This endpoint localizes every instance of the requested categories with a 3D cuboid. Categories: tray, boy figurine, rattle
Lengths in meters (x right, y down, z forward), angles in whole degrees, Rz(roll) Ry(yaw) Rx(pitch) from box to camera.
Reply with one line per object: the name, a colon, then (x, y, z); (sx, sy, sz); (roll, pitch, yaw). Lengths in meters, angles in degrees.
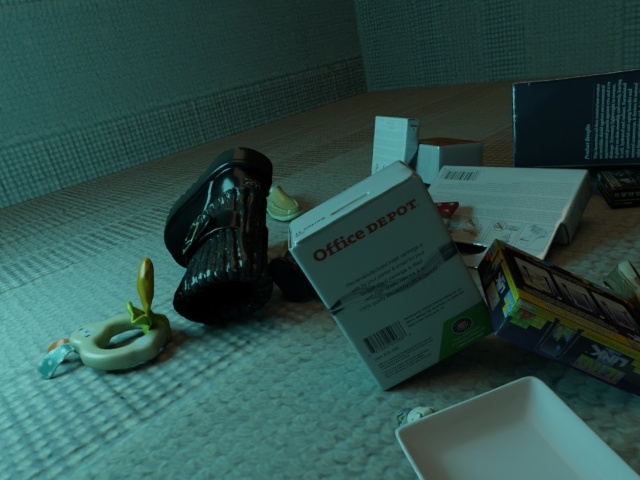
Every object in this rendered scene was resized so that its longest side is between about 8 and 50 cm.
tray: (0.172, 0.209, 0.337); (0.145, 0.030, 0.270); (-17, 31, -12)
boy figurine: (0.000, 0.000, 0.911); (0.177, 0.092, 0.285); (-24, 13, 24)
rattle: (-0.332, 0.116, 0.742); (0.199, 0.143, 0.130); (-2, 41, 7)

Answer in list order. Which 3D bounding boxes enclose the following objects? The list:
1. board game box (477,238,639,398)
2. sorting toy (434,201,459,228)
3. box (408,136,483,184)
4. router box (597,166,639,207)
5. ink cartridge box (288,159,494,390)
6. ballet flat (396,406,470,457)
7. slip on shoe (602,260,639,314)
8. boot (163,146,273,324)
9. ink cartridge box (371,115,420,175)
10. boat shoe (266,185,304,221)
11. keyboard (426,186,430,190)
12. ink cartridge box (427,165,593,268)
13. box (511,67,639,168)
board game box: (0.258, 0.077, 0.533); (0.170, 0.048, 0.141); (24, 26, -1)
sorting toy: (0.139, 0.013, 0.849); (0.132, 0.046, 0.274); (-2, 30, 35)
box: (0.282, -0.193, 1.220); (0.130, 0.091, 0.170); (-9, 17, -23)
router box: (0.571, -0.100, 0.936); (0.092, 0.038, 0.122); (-3, 22, 19)
ink cartridge box: (0.078, 0.038, 0.568); (0.153, 0.208, 0.087); (-29, 21, 6)
ballet flat: (0.108, 0.179, 0.477); (0.041, 0.041, 0.114); (-19, 22, -18)
slip on shoe: (0.373, 0.071, 0.608); (0.041, 0.051, 0.135); (-36, 16, 26)
boot: (-0.190, 0.032, 0.871); (0.131, 0.348, 0.260); (14, 55, -25)
ink cartridge box: (0.180, -0.208, 1.236); (0.045, 0.179, 0.145); (-7, 18, -23)
boat shoe: (-0.103, -0.097, 1.234); (0.068, 0.072, 0.190); (-22, 24, -25)
keyboard: (0.268, -0.104, 1.128); (0.180, 0.023, 0.108); (5, 27, 35)
ink cartridge box: (0.291, -0.031, 0.889); (0.275, 0.060, 0.239); (10, 55, 44)
box: (0.578, -0.249, 1.056); (0.294, 0.183, 0.296); (4, 13, 32)
